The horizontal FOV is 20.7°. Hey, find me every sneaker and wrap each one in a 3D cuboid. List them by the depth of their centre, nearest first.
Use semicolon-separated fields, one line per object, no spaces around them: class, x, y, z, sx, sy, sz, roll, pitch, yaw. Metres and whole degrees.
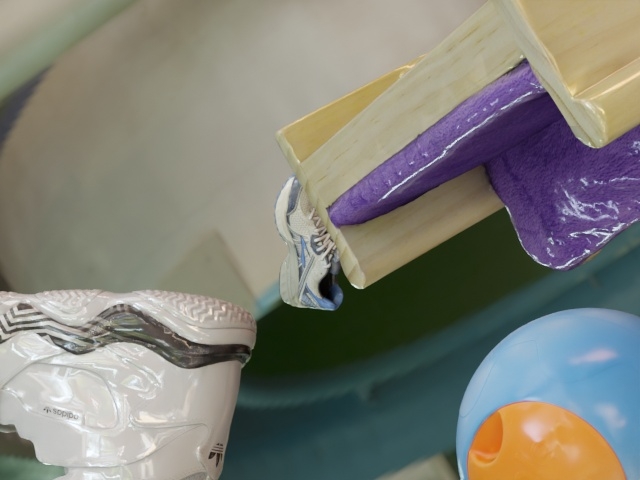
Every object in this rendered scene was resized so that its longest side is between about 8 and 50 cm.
sneaker;0.000;0.000;1.466;0.058;0.052;0.135;20;130;33
sneaker;-0.234;0.153;1.474;0.137;0.366;0.210;36;-125;-66

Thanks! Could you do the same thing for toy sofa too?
toy sofa;0.120;-0.063;0.992;0.177;0.150;0.362;60;158;2

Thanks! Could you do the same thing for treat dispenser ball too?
treat dispenser ball;0.288;0.215;1.862;0.288;0.288;0.288;53;-169;-15
